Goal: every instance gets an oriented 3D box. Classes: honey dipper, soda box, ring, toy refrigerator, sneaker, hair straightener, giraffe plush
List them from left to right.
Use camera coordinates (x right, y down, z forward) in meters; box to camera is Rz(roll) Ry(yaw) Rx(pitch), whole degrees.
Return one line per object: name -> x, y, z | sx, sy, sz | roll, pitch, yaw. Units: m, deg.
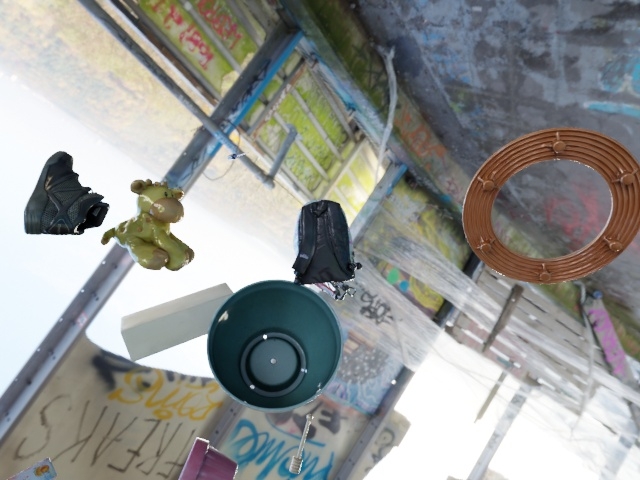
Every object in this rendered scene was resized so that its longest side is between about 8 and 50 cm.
soda box -> -0.768, 0.627, 1.007 | 0.058, 0.063, 0.183 | 52, -146, 15
sneaker -> -0.491, -0.090, 0.808 | 0.131, 0.087, 0.227 | 9, -143, -29
giraffe plush -> -0.377, -0.047, 0.935 | 0.211, 0.170, 0.181 | 26, -173, -1
toy refrigerator -> -0.348, 0.203, 1.026 | 0.102, 0.270, 0.094 | 23, 128, 63
honey dipper -> -0.053, 0.578, 1.159 | 0.031, 0.160, 0.030 | 15, 172, 2
hair straightener -> 0.044, 0.131, 1.278 | 0.230, 0.089, 0.047 | 20, 132, 63
ring -> 0.464, -0.055, 0.818 | 0.337, 0.336, 0.032 | 34, -151, -3

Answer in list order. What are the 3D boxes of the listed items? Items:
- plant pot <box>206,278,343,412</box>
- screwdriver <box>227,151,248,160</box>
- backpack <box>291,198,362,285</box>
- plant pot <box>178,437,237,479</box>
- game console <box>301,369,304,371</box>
plant pot -> -0.107, 0.263, 0.953 | 0.293, 0.293, 0.196 | 32, 149, 12
screwdriver -> -0.289, -0.296, 1.428 | 0.024, 0.025, 0.170 | 13, -179, -35
backpack -> 0.000, 0.000, 0.888 | 0.152, 0.181, 0.115 | -6, -177, -12
plant pot -> -0.412, 0.853, 1.482 | 0.180, 0.201, 0.201 | 23, 174, -7
game console -> -0.065, 0.465, 1.591 | 0.250, 0.292, 0.173 | 13, 169, 45
